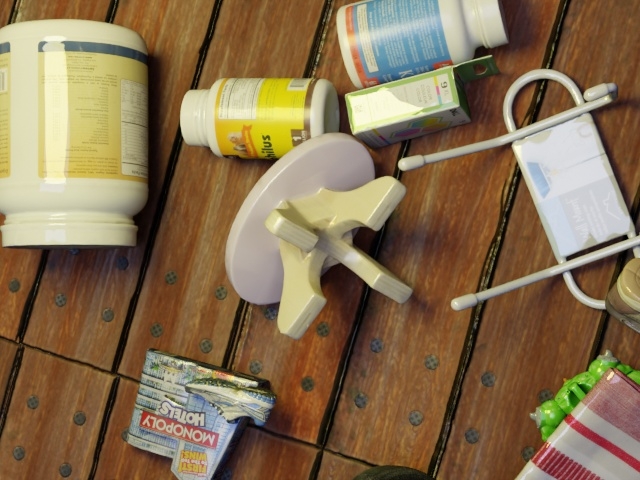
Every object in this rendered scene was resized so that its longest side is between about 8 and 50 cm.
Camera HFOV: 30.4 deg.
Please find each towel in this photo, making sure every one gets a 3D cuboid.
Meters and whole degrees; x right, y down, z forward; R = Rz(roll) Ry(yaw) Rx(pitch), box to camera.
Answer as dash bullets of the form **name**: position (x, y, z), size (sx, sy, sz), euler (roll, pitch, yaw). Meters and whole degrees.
- **towel**: position (0.367, 0.353, 1.549), size (0.237, 0.037, 0.329), euler (35, 101, -12)

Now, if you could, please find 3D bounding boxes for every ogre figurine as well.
- **ogre figurine**: position (0.371, 0.231, 1.578), size (0.197, 0.097, 0.118), euler (-40, 90, 21)

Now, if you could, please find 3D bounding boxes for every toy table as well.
- **toy table**: position (0.000, 0.000, 1.614), size (0.274, 0.252, 0.161), euler (-64, 34, 15)

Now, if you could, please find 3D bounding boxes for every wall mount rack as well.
- **wall mount rack**: position (0.291, -0.058, 1.592), size (0.304, 0.130, 0.350), euler (-22, 82, 13)

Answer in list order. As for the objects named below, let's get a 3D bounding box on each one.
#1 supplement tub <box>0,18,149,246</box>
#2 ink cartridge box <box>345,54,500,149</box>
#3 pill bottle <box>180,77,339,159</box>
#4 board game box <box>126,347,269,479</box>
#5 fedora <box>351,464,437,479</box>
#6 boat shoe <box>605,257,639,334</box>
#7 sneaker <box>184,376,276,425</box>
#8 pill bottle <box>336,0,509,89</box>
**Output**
- **supplement tub**: position (-0.365, -0.146, 1.718), size (0.228, 0.228, 0.316), euler (-1, 88, 15)
- **ink cartridge box**: position (0.149, -0.191, 1.643), size (0.209, 0.109, 0.062), euler (-14, 80, 14)
- **pill bottle**: position (-0.087, -0.176, 1.702), size (0.215, 0.117, 0.117), euler (2, 88, 15)
- **board game box**: position (-0.194, 0.277, 1.742), size (0.194, 0.060, 0.194), euler (13, 90, 15)
- **fedora**: position (0.090, 0.478, 1.584), size (0.152, 0.334, 0.334), euler (-32, 78, 45)
- **boat shoe**: position (0.510, 0.115, 1.547), size (0.285, 0.092, 0.102), euler (23, 59, -4)
- **sneaker**: position (-0.132, 0.232, 1.671), size (0.135, 0.052, 0.058), euler (12, 95, 14)
- **pill bottle**: position (0.144, -0.292, 1.643), size (0.222, 0.124, 0.124), euler (-12, 85, 15)
